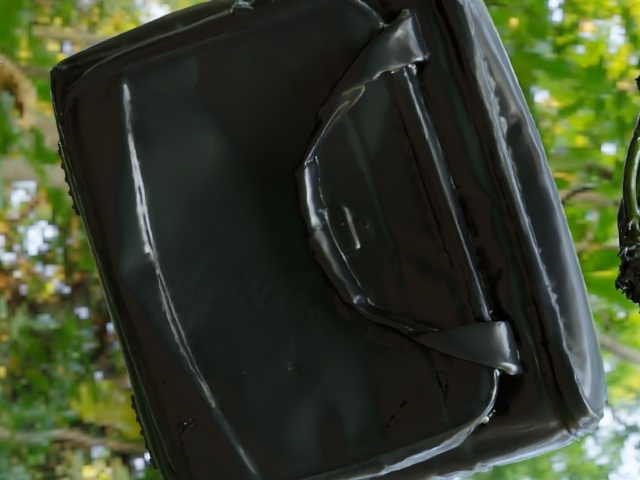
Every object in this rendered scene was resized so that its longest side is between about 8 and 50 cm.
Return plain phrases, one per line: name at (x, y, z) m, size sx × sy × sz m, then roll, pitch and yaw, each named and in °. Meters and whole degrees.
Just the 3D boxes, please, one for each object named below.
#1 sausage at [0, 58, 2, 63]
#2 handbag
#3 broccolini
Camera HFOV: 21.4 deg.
sausage at (-0.353, -0.156, 1.212) m, size 0.034 × 0.253 × 0.034 m, roll -167°, pitch -90°, yaw -86°
handbag at (0.000, 0.000, 0.866) m, size 0.244 × 0.088 × 0.275 m, roll -17°, pitch -95°, yaw 8°
broccolini at (0.160, -0.057, 0.807) m, size 0.052 × 0.054 × 0.194 m, roll -13°, pitch -108°, yaw 58°
